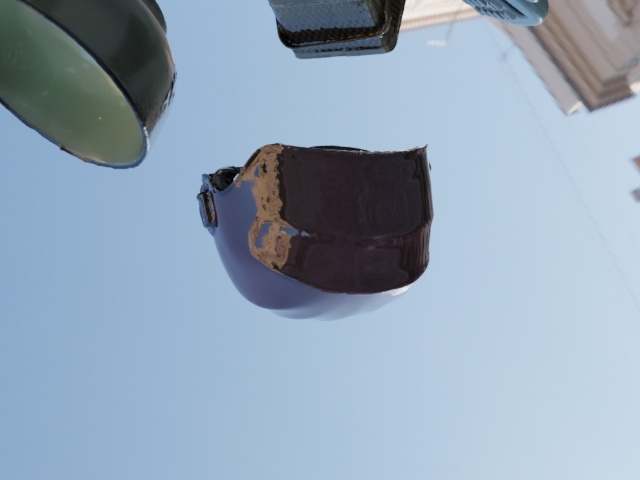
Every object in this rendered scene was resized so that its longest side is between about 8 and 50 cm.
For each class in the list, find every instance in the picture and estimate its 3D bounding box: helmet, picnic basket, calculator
[{"bbox_3d":[0.000,0.000,1.213,0.271,0.338,0.197,-3,-100,-29],"label":"helmet"},{"bbox_3d":[0.033,-0.391,1.393,0.139,0.165,0.267,56,-139,-54],"label":"picnic basket"},{"bbox_3d":[0.259,-0.393,1.549,0.184,0.042,0.295,33,-177,-16],"label":"calculator"}]

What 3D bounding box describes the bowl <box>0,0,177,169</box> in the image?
[{"bbox_3d":[-0.347,-0.288,1.478,0.354,0.354,0.185,38,-116,-6],"label":"bowl"}]
